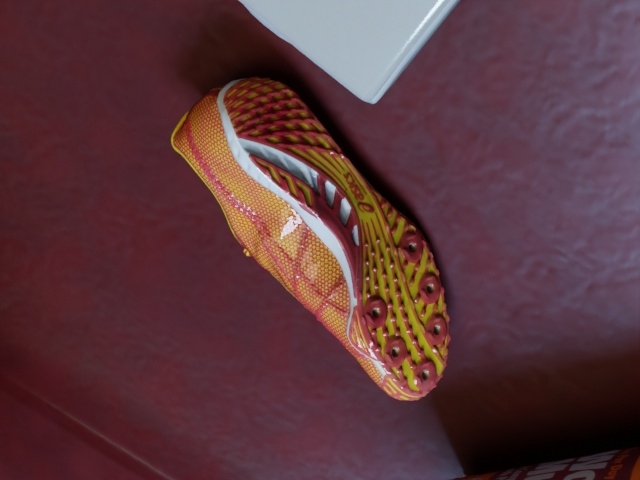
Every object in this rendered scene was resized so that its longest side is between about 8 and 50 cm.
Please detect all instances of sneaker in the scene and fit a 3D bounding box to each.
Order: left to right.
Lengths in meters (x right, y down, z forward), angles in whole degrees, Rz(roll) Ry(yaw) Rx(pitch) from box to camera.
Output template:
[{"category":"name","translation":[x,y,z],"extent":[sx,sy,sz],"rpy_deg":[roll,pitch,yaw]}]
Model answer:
[{"category":"sneaker","translation":[0.000,0.000,0.870],"extent":[0.175,0.064,0.067],"rpy_deg":[56,145,-8]}]

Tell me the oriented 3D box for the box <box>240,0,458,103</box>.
[{"category":"box","translation":[0.064,-0.189,0.693],"extent":[0.113,0.094,0.275],"rpy_deg":[40,128,-2]}]

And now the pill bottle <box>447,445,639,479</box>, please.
[{"category":"pill bottle","translation":[0.156,0.152,0.844],"extent":[0.221,0.121,0.121],"rpy_deg":[-15,112,31]}]
